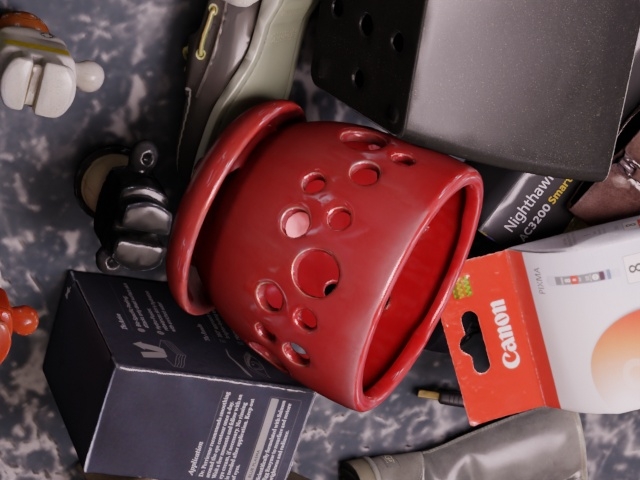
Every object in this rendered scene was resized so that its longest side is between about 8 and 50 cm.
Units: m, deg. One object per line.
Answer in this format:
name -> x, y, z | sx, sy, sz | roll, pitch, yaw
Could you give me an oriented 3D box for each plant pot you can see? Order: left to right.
plant pot -> 0.000, 0.000, 1.403 | 0.174, 0.191, 0.191 | 28, 106, 16
plant pot -> 0.100, -0.155, 1.404 | 0.167, 0.188, 0.187 | -4, 115, -31

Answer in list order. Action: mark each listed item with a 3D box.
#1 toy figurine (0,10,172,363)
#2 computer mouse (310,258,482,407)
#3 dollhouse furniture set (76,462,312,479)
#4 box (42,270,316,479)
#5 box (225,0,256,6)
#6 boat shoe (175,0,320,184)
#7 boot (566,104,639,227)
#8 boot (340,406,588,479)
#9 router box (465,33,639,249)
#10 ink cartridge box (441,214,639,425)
toy figurine -> -0.226, -0.042, 1.384 | 0.213, 0.148, 0.209 | -33, 115, -1
computer mouse -> 0.080, 0.063, 1.587 | 0.262, 0.060, 0.184 | 6, 141, -5
dollhouse furniture set -> -0.091, 0.287, 1.559 | 0.259, 0.135, 0.262 | -28, 110, -17
box -> -0.109, 0.104, 1.481 | 0.158, 0.156, 0.093 | 10, 111, -24
box -> -0.056, -0.322, 1.251 | 0.121, 0.148, 0.311 | -36, 146, -40
boat shoe -> -0.058, -0.141, 1.440 | 0.081, 0.069, 0.227 | -9, 127, -58
boot -> 0.273, 0.023, 1.551 | 0.207, 0.090, 0.248 | 30, 106, -15
boot -> 0.126, 0.237, 1.688 | 0.208, 0.076, 0.189 | -13, 120, -22
router box -> 0.287, -0.084, 1.584 | 0.243, 0.081, 0.309 | 32, 99, -29
ink cartridge box -> 0.186, 0.067, 1.499 | 0.179, 0.045, 0.145 | -15, 114, 3
